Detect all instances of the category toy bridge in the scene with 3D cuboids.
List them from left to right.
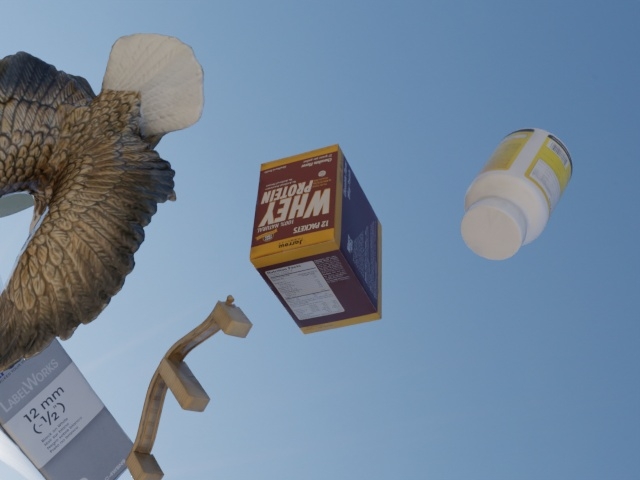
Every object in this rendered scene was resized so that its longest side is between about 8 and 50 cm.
[{"bbox_3d":[-0.123,0.127,0.801,0.063,0.026,0.188,45,-71,45],"label":"toy bridge"}]

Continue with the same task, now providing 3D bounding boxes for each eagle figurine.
[{"bbox_3d":[-0.232,-0.048,0.763,0.226,0.298,0.225,-3,-74,20],"label":"eagle figurine"}]

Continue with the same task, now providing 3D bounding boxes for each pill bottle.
[{"bbox_3d":[0.238,-0.056,1.100,0.103,0.184,0.103,17,-50,22],"label":"pill bottle"}]

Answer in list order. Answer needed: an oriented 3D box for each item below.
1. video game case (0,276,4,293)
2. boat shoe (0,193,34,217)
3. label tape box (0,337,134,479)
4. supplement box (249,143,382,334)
[{"bbox_3d":[-0.510,0.170,1.467,0.300,0.036,0.328,-135,-148,-56],"label":"video game case"},{"bbox_3d":[-0.420,-0.087,1.226,0.081,0.228,0.079,32,-52,42],"label":"boat shoe"},{"bbox_3d":[-0.394,0.141,1.064,0.249,0.115,0.347,13,-44,45],"label":"label tape box"},{"bbox_3d":[0.000,0.000,1.339,0.129,0.194,0.191,-13,-133,18],"label":"supplement box"}]
